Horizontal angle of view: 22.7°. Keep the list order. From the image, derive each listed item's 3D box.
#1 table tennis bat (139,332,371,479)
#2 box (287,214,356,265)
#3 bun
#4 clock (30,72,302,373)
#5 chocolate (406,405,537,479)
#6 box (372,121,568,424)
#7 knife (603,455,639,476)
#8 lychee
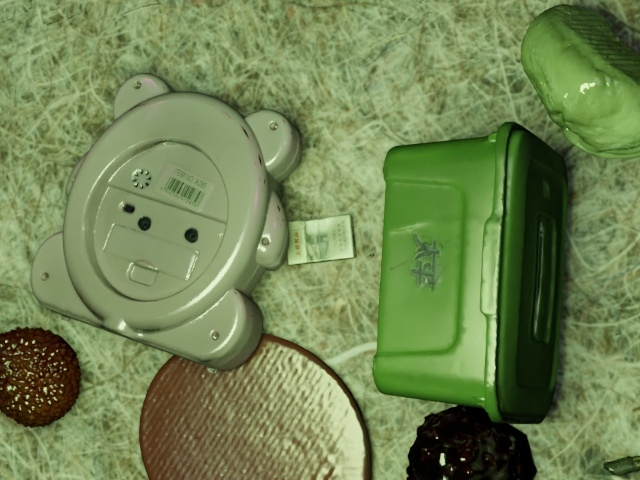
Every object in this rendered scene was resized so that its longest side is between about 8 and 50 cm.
[{"bbox_3d":[-0.038,0.279,1.938,0.414,0.051,0.268,32,92,14],"label":"table tennis bat"},{"bbox_3d":[0.000,0.000,1.962,0.083,0.024,0.054,-7,86,11],"label":"box"},{"bbox_3d":[0.323,-0.175,1.847,0.126,0.204,0.212,-57,41,27],"label":"bun"},{"bbox_3d":[-0.179,-0.026,1.948,0.295,0.113,0.322,18,83,18],"label":"clock"},{"bbox_3d":[0.162,0.268,1.854,0.156,0.133,0.156,-1,88,13],"label":"chocolate"},{"bbox_3d":[0.172,0.039,1.818,0.178,0.253,0.329,3,84,24],"label":"box"},{"bbox_3d":[0.442,0.261,1.850,0.222,0.021,0.045,-8,85,7],"label":"knife"},{"bbox_3d":[-0.361,0.166,1.979,0.129,0.123,0.123,34,94,-23],"label":"lychee"}]
